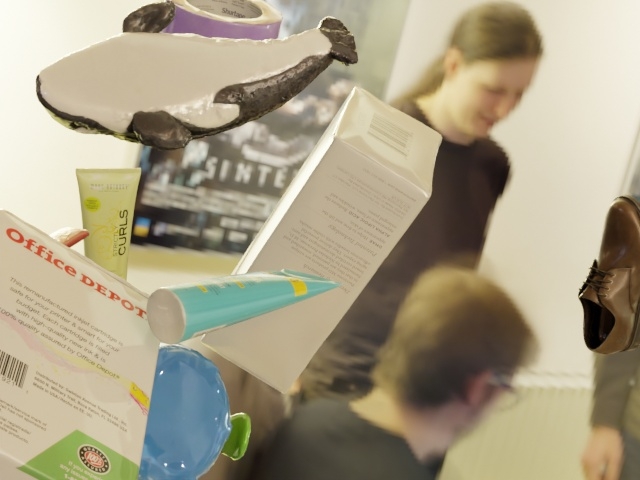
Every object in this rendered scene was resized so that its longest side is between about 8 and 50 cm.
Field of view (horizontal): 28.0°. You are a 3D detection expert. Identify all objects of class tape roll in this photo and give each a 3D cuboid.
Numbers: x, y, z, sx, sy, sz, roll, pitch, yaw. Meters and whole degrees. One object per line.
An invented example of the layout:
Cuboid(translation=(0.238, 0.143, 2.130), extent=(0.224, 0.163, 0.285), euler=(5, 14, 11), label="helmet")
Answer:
Cuboid(translation=(-0.159, -0.337, 2.038), extent=(0.189, 0.080, 0.189), euler=(10, 25, -5), label="tape roll")

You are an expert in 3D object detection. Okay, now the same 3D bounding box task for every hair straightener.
Cuboid(translation=(-0.327, 0.051, 1.500), extent=(0.047, 0.089, 0.230), euler=(6, 15, 7), label="hair straightener")

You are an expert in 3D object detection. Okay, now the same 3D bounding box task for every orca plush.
Cuboid(translation=(-0.113, -0.144, 1.192), extent=(0.287, 0.102, 0.151), euler=(-24, 68, -15), label="orca plush")

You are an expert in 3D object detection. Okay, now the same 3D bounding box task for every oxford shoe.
Cuboid(translation=(0.402, 0.051, 1.759), extent=(0.096, 0.227, 0.082), euler=(-8, 15, -35), label="oxford shoe")

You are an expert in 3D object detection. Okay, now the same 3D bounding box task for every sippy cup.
Cuboid(translation=(-0.233, 0.206, 1.541), extent=(0.305, 0.240, 0.224), euler=(-26, 13, -38), label="sippy cup")

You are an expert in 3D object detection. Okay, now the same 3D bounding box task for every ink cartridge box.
Cuboid(translation=(-0.261, 0.129, 1.129), extent=(0.201, 0.117, 0.278), euler=(34, 29, -22), label="ink cartridge box")

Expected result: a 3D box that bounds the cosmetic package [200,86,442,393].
Cuboid(translation=(0.000, 0.000, 1.816), extent=(0.156, 0.385, 0.217), euler=(30, 28, -5), label="cosmetic package")

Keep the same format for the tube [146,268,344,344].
Cuboid(translation=(-0.073, 0.054, 1.231), extent=(0.080, 0.052, 0.207), euler=(18, 20, 37), label="tube")

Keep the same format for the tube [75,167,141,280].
Cuboid(translation=(-0.316, -0.005, 1.889), extent=(0.062, 0.240, 0.070), euler=(29, 39, 27), label="tube")
